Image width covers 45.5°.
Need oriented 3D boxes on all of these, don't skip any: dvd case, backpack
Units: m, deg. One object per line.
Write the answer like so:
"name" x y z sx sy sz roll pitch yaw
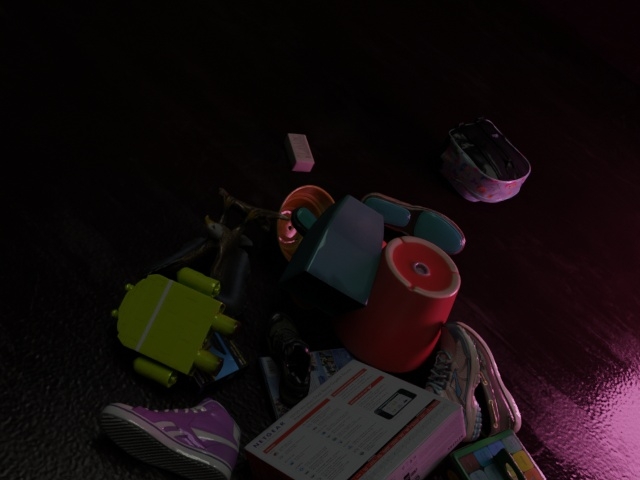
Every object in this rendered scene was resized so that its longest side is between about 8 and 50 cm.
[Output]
"dvd case" -0.007 0.335 1.729 0.253 0.022 0.180 -2 53 -27
"backpack" 0.507 -0.230 2.355 0.225 0.191 0.253 -20 54 -34

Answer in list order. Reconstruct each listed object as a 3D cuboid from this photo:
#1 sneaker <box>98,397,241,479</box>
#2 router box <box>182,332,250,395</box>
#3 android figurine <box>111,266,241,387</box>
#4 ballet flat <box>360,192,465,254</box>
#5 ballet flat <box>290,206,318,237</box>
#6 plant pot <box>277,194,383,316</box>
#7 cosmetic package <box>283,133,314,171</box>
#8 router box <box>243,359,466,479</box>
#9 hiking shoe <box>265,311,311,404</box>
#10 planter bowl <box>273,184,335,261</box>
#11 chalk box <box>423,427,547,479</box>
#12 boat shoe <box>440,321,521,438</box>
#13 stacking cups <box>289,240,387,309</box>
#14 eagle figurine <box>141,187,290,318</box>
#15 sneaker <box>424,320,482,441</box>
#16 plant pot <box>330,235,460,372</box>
"sneaker" -0.291 0.366 1.521 0.282 0.102 0.161 31 40 -12
"router box" -0.258 0.237 1.678 0.133 0.046 0.179 -22 63 -37
"android figurine" -0.313 0.177 1.613 0.272 0.056 0.248 20 78 12
"ballet flat" 0.261 -0.059 2.154 0.316 0.108 0.106 26 11 -3
"ballet flat" 0.000 0.000 1.874 0.203 0.074 0.074 46 44 -10
"plant pot" 0.042 0.027 1.767 0.165 0.165 0.234 31 64 -15
"cosmetic package" -0.063 -0.255 2.211 0.060 0.041 0.115 3 50 -24
"router box" 0.071 0.401 1.526 0.335 0.082 0.301 -33 33 -34
"hiking shoe" -0.058 0.241 1.688 0.086 0.114 0.227 0 52 -26
"planter bowl" -0.055 -0.032 1.954 0.217 0.090 0.217 -2 92 -43
"chalk box" 0.339 0.512 1.546 0.179 0.289 0.180 -11 57 -33
"boat shoe" 0.371 0.335 1.848 0.091 0.109 0.305 -6 58 -36
"stacking cups" 0.053 0.075 1.952 0.096 0.096 0.316 45 43 17
"eagle figurine" -0.250 0.025 1.787 0.225 0.226 0.298 42 64 -33
"sneaker" 0.295 0.328 1.746 0.122 0.110 0.283 -6 90 -18
"plant pot" 0.193 0.140 1.824 0.274 0.243 0.275 16 41 -14
